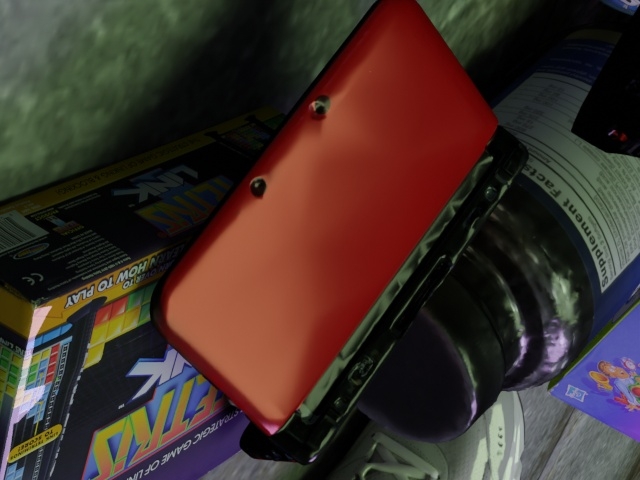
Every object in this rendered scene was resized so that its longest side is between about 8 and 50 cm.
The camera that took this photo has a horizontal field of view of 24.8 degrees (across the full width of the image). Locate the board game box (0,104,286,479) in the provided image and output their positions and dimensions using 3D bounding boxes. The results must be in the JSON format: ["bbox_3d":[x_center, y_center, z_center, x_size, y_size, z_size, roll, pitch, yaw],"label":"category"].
[{"bbox_3d":[-0.069,0.040,0.519,0.170,0.048,0.141,-28,142,-50],"label":"board game box"}]

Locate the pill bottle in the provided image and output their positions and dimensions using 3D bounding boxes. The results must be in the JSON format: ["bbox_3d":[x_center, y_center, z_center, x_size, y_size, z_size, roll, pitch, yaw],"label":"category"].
[{"bbox_3d":[0.096,-0.006,0.698,0.219,0.123,0.123,-41,152,-35],"label":"pill bottle"}]

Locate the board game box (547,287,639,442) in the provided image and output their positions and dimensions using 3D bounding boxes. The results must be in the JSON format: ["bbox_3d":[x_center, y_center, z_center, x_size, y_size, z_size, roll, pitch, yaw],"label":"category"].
[{"bbox_3d":[0.265,-0.058,0.825,0.233,0.078,0.347,-63,-178,-36],"label":"board game box"}]

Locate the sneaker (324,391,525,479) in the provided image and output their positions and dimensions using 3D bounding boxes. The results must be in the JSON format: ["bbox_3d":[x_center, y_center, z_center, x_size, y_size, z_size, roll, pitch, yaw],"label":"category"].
[{"bbox_3d":[0.022,0.174,0.822,0.262,0.099,0.121,-61,153,6],"label":"sneaker"}]

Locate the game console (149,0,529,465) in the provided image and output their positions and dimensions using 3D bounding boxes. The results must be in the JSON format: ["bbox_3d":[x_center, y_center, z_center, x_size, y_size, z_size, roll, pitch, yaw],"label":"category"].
[{"bbox_3d":[0.000,0.000,0.530,0.144,0.085,0.124,-53,-172,-15],"label":"game console"}]

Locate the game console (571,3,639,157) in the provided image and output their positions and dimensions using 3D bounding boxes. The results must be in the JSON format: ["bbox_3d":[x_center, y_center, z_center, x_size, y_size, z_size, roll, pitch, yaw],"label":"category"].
[{"bbox_3d":[0.189,-0.161,0.439,0.213,0.044,0.361,-58,180,-19],"label":"game console"}]

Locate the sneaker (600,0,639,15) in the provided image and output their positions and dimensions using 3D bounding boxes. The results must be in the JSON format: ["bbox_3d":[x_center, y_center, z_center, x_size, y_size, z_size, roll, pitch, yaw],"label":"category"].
[{"bbox_3d":[0.132,-0.155,0.632,0.080,0.081,0.211,-57,157,3],"label":"sneaker"}]
